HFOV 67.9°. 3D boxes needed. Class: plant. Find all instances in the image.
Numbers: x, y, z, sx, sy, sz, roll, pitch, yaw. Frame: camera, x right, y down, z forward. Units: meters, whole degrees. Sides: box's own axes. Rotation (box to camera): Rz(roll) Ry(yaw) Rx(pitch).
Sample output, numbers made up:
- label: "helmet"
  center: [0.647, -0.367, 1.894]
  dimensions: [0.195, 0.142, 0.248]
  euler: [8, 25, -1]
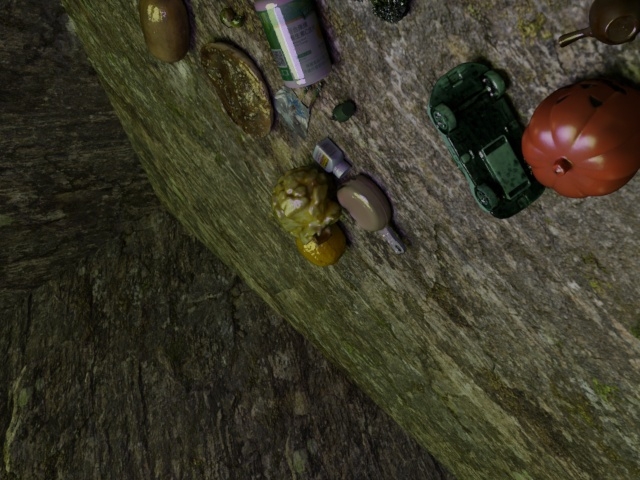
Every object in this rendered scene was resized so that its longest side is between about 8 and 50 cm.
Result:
- label: "plant"
  center: [0.053, -0.341, 1.284]
  dimensions: [0.051, 0.051, 0.102]
  euler: [55, 162, -11]

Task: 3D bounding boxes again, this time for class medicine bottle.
- label: "medicine bottle"
  center: [-0.073, -0.519, 1.136]
  dimensions: [0.133, 0.133, 0.274]
  euler: [23, 146, 47]
- label: "medicine bottle"
  center: [0.036, -0.246, 1.452]
  dimensions: [0.118, 0.055, 0.074]
  euler: [47, 156, 7]

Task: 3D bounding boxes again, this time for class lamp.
- label: "lamp"
  center: [0.418, -0.156, 0.759]
  dimensions: [0.187, 0.164, 0.188]
  euler: [38, 155, 21]

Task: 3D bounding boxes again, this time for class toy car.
- label: "toy car"
  center: [0.316, -0.192, 0.938]
  dimensions: [0.306, 0.136, 0.125]
  euler: [56, 178, -10]

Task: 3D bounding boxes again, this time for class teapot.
- label: "teapot"
  center: [0.400, -0.297, 0.673]
  dimensions: [0.110, 0.080, 0.085]
  euler: [-24, 124, 39]

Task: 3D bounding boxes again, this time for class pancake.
- label: "pancake"
  center: [-0.276, -0.504, 1.617]
  dimensions: [0.356, 0.065, 0.356]
  euler: [42, 156, 23]

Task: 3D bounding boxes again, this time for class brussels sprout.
- label: "brussels sprout"
  center: [-0.258, -0.644, 1.389]
  dimensions: [0.083, 0.046, 0.051]
  euler: [38, 161, 25]

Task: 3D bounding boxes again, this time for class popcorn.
- label: "popcorn"
  center: [-0.046, -0.116, 1.538]
  dimensions: [0.258, 0.224, 0.270]
  euler: [-108, -4, -54]

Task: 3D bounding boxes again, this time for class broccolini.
- label: "broccolini"
  center: [0.020, -0.555, 0.983]
  dimensions: [0.392, 0.074, 0.079]
  euler: [38, 147, 23]

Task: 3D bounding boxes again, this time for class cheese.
- label: "cheese"
  center: [0.164, -0.070, 1.454]
  dimensions: [0.286, 0.082, 0.163]
  euler: [53, 158, -9]

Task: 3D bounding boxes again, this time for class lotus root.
- label: "lotus root"
  center: [-0.528, -0.740, 1.597]
  dimensions: [0.169, 0.151, 0.343]
  euler: [47, 160, 7]

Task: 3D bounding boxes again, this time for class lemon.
- label: "lemon"
  center: [0.002, 0.002, 1.746]
  dimensions: [0.193, 0.180, 0.181]
  euler: [44, 156, 15]

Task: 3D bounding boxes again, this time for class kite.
- label: "kite"
  center: [-0.076, -0.429, 1.428]
  dimensions: [0.169, 0.015, 0.310]
  euler: [49, 158, 4]
